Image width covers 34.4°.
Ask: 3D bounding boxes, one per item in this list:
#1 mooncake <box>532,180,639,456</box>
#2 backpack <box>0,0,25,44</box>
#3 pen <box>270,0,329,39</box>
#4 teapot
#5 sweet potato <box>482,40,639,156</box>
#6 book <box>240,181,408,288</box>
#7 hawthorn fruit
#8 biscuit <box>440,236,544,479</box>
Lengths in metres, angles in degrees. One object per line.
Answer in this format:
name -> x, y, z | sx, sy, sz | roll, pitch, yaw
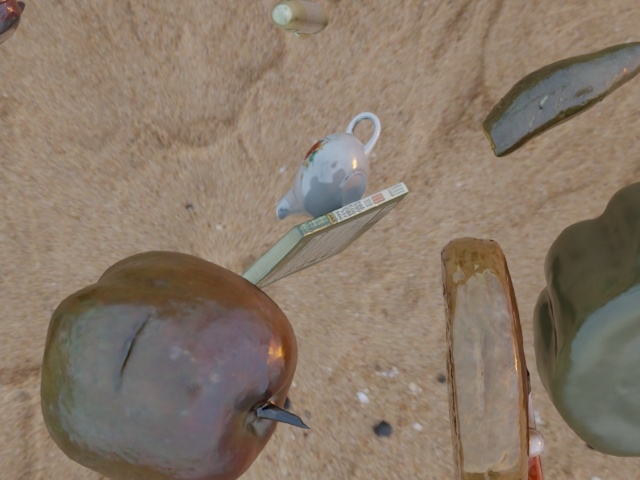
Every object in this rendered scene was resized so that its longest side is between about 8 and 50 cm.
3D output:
mooncake -> 0.461, 0.103, 1.340 | 0.378, 0.201, 0.379 | -2, 130, -2
backpack -> -0.514, -0.285, 1.361 | 0.229, 0.229, 0.139 | -29, 113, -6
pen -> -0.021, -0.209, 0.978 | 0.032, 0.233, 0.040 | 44, 104, -1
teapot -> 0.027, -0.108, 1.652 | 0.092, 0.145, 0.226 | 33, 80, 28
sweet potato -> 0.294, -0.184, 1.218 | 0.243, 0.077, 0.077 | -32, 91, -1
book -> 0.000, 0.000, 1.619 | 0.264, 0.202, 0.027 | -24, 78, -45
hawthorn fruit -> -0.145, 0.149, 1.151 | 0.300, 0.268, 0.268 | 12, 86, 14
biscuit -> 0.089, 0.143, 0.515 | 0.049, 0.205, 0.324 | -5, 118, 7
